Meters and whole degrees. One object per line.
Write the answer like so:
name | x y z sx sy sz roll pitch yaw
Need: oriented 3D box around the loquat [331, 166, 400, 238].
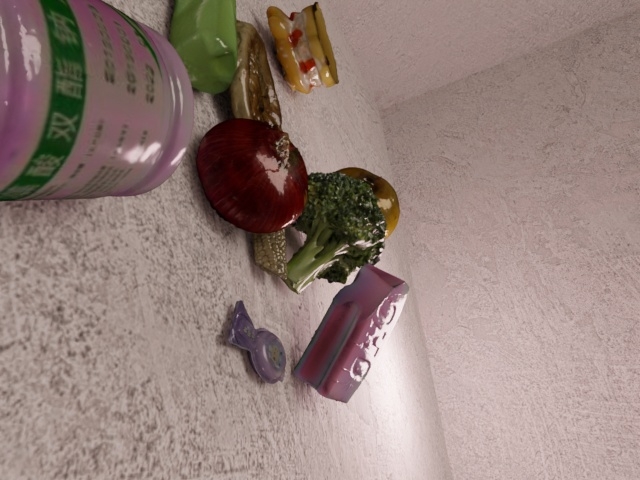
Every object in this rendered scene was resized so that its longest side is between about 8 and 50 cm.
loquat | 0.102 -0.088 1.305 0.275 0.275 0.274 -16 90 -70

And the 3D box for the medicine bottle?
medicine bottle | -0.289 -0.140 0.362 0.325 0.212 0.212 -17 90 -71

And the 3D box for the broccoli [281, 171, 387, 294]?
broccoli | 0.000 -0.020 1.062 0.249 0.302 0.375 60 -16 26

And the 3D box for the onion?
onion | -0.128 -0.136 0.826 0.161 0.248 0.248 141 -61 -66

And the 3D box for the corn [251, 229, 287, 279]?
corn | -0.117 -0.014 0.924 0.087 0.087 0.210 35 49 -60

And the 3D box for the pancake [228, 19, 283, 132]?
pancake | -0.157 -0.373 1.069 0.356 0.065 0.356 -8 90 -83

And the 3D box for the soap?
soap | 0.087 0.215 0.999 0.323 0.109 0.193 -61 146 -11

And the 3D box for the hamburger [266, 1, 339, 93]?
hamburger | -0.062 -0.649 1.405 0.302 0.186 0.261 48 32 -69

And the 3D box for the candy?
candy | -0.235 -0.472 0.885 0.142 0.132 0.343 27 48 -47

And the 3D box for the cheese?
cheese | -0.116 0.206 0.796 0.191 0.042 0.105 56 25 -36
